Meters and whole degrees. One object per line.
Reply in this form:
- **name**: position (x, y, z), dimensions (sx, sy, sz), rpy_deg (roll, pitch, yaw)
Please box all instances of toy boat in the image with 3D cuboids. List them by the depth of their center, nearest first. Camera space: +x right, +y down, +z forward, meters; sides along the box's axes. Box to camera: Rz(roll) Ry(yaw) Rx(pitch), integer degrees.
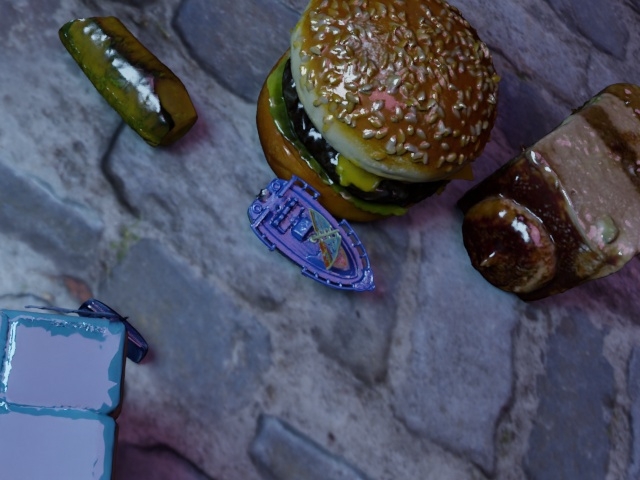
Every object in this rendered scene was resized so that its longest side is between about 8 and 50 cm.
- **toy boat**: position (0.000, 0.000, 0.910), dimensions (0.175, 0.110, 0.091), rpy_deg (42, 75, -9)

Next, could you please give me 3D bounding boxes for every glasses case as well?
- **glasses case**: position (-0.209, 0.089, 0.820), dimensions (0.083, 0.033, 0.023), rpy_deg (40, 47, -5)

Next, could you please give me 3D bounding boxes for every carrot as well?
- **carrot**: position (-0.214, -0.185, 0.909), dimensions (0.082, 0.082, 0.173), rpy_deg (-38, 88, -33)

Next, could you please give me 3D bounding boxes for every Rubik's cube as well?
- **Rubik's cube**: position (-0.290, 0.183, 0.629), dimensions (0.231, 0.221, 0.224), rpy_deg (9, 65, -22)

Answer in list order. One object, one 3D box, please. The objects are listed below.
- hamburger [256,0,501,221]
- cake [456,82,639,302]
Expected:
- **hamburger**: position (0.072, -0.169, 0.954), dimensions (0.291, 0.225, 0.291), rpy_deg (11, 64, -24)
- **cake**: position (0.318, -0.052, 1.040), dimensions (0.293, 0.199, 0.196), rpy_deg (-30, 86, -31)
